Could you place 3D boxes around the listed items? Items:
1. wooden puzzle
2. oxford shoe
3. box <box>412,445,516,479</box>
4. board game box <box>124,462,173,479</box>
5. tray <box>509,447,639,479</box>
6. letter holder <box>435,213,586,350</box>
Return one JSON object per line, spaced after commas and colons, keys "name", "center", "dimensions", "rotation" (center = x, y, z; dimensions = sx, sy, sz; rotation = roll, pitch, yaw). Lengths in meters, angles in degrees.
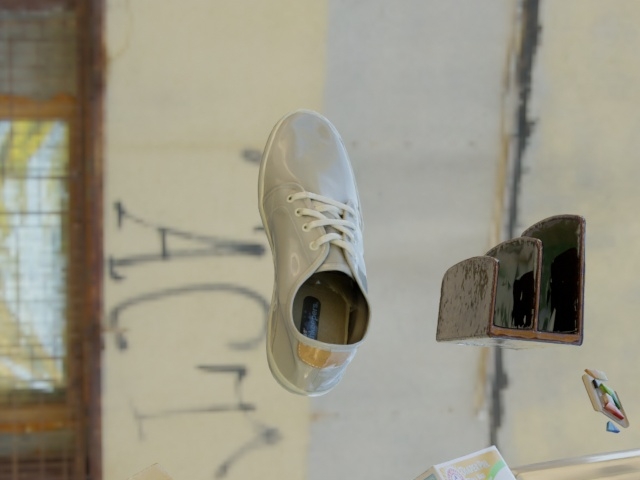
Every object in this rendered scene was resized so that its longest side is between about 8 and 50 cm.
{"name": "wooden puzzle", "center": [0.396, 0.220, 1.947], "dimensions": [0.014, 0.079, 0.116], "rotation": [-42, -134, 26]}
{"name": "oxford shoe", "center": [0.000, 0.000, 2.012], "dimensions": [0.130, 0.169, 0.449], "rotation": [131, -35, -54]}
{"name": "box", "center": [0.167, 0.338, 1.751], "dimensions": [0.114, 0.203, 0.103], "rotation": [-39, -108, 23]}
{"name": "board game box", "center": [-0.342, 0.432, 1.860], "dimensions": [0.242, 0.064, 0.316], "rotation": [-47, 169, 21]}
{"name": "tray", "center": [0.388, 0.357, 1.964], "dimensions": [0.030, 0.270, 0.145], "rotation": [73, 10, -52]}
{"name": "letter holder", "center": [0.304, 0.061, 2.264], "dimensions": [0.302, 0.152, 0.214], "rotation": [153, -58, -78]}
